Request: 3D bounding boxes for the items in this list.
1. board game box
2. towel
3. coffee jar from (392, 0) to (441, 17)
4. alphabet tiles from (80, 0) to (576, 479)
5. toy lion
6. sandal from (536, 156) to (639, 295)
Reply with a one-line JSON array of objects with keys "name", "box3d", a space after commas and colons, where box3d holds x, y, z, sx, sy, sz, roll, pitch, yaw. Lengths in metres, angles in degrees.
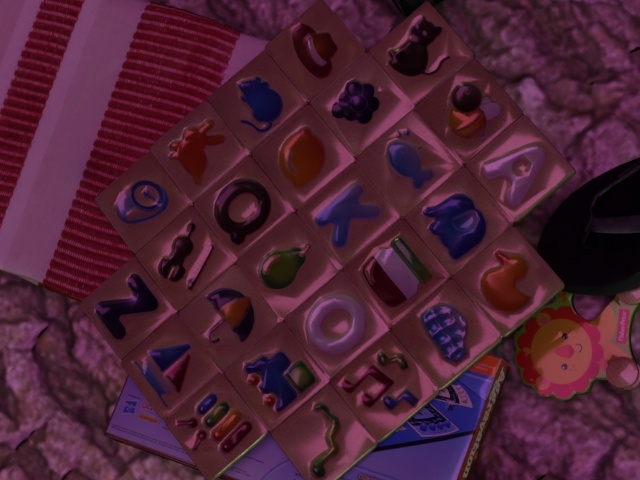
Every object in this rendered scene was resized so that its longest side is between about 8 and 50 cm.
[{"name": "board game box", "box3d": [-0.014, 0.117, 1.316, 0.281, 0.027, 0.145, 16, 79, 28]}, {"name": "towel", "box3d": [-0.210, -0.087, 1.399, 0.329, 0.037, 0.237, 18, 87, 17]}, {"name": "coffee jar", "box3d": [0.123, -0.243, 1.344, 0.184, 0.096, 0.079, -29, 78, 6]}, {"name": "alphabet tiles", "box3d": [0.000, 0.000, 1.302, 0.342, 0.011, 0.285, -41, 71, 5]}, {"name": "toy lion", "box3d": [0.192, 0.070, 1.336, 0.096, 0.034, 0.100, 7, 85, 18]}, {"name": "sandal", "box3d": [0.256, -0.036, 1.272, 0.254, 0.054, 0.097, -24, 50, 34]}]
